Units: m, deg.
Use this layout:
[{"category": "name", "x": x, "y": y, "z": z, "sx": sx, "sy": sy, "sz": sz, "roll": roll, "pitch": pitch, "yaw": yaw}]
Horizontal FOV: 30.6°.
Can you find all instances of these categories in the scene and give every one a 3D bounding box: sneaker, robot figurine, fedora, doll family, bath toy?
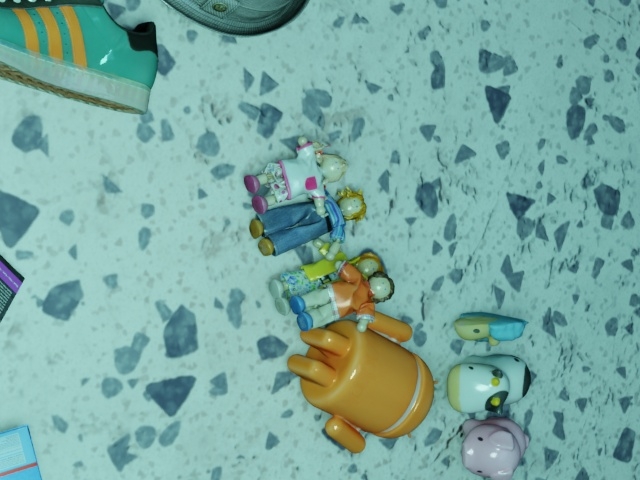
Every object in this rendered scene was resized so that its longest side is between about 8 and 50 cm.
[{"category": "sneaker", "x": -0.315, "y": -0.236, "z": 1.306, "sx": 0.302, "sy": 0.108, "sz": 0.121, "roll": 16, "pitch": 84, "yaw": -40}, {"category": "robot figurine", "x": 0.061, "y": 0.188, "z": 1.556, "sx": 0.219, "sy": 0.128, "sz": 0.158, "roll": 30, "pitch": 40, "yaw": -30}, {"category": "fedora", "x": -0.097, "y": -0.377, "z": 1.397, "sx": 0.275, "sy": 0.124, "sz": 0.244, "roll": 31, "pitch": 64, "yaw": -26}, {"category": "doll family", "x": 0.000, "y": 0.000, "z": 1.530, "sx": 0.163, "sy": 0.118, "sz": 0.263, "roll": -18, "pitch": 85, "yaw": -24}, {"category": "bath toy", "x": 0.255, "y": 0.281, "z": 1.685, "sx": 0.151, "sy": 0.129, "sz": 0.348, "roll": -8, "pitch": 98, "yaw": -32}]

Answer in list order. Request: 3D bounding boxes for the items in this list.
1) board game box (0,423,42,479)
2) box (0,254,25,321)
[{"category": "board game box", "x": -0.373, "y": 0.327, "z": 1.284, "sx": 0.160, "sy": 0.039, "sz": 0.212, "roll": -13, "pitch": 83, "yaw": -30}, {"category": "box", "x": -0.396, "y": 0.061, "z": 1.262, "sx": 0.116, "sy": 0.029, "sz": 0.162, "roll": 52, "pitch": 34, "yaw": -29}]
